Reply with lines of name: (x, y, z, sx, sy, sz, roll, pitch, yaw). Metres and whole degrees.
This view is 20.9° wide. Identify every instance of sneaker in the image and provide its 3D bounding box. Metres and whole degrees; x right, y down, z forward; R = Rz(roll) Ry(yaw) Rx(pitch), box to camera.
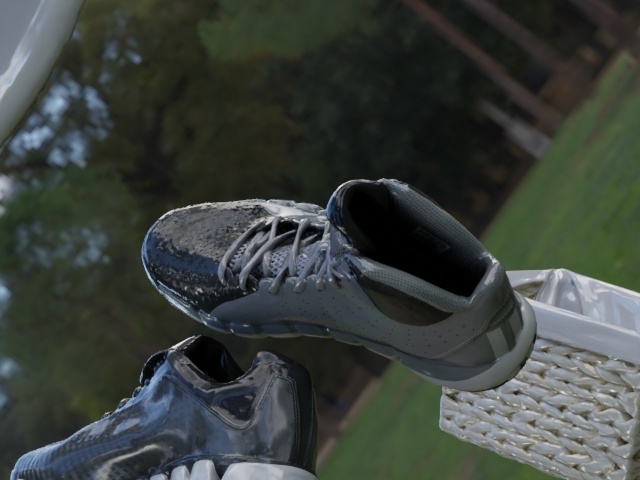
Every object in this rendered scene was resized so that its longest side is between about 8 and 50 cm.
sneaker: (-0.083, 0.107, 0.959, 0.234, 0.078, 0.106, -10, 65, 44)
sneaker: (0.000, 0.000, 0.908, 0.132, 0.229, 0.086, 68, -141, -59)

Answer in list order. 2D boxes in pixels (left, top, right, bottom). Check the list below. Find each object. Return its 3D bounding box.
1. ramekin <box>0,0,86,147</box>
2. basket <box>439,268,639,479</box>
ramekin: (-0.189, -0.123, 0.414, 0.277, 0.135, 0.277, -15, -69, -46)
basket: (0.164, 0.085, 1.061, 0.113, 0.167, 0.103, -1, -77, -42)
